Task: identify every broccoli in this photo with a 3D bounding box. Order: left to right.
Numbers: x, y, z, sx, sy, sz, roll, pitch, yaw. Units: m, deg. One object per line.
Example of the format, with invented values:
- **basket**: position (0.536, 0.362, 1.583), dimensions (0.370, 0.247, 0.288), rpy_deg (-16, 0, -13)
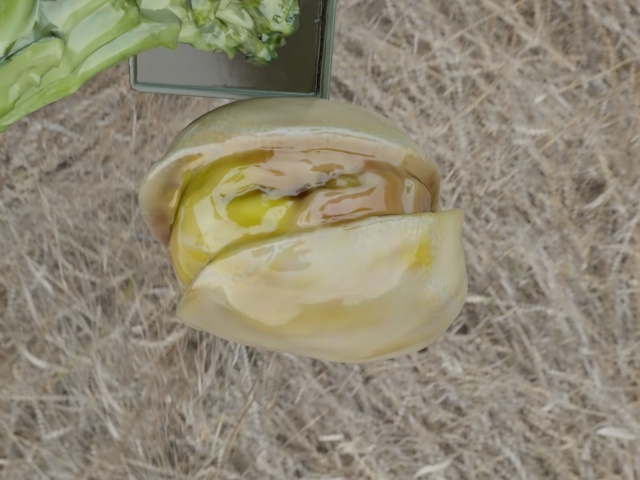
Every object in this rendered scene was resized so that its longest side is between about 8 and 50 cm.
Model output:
- **broccoli**: position (-0.180, -0.173, 0.893), dimensions (0.353, 0.397, 0.275), rpy_deg (3, 41, -32)

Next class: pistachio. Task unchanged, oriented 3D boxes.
- **pistachio**: position (0.000, 0.000, 1.001), dimensions (0.309, 0.230, 0.229), rpy_deg (4, 73, -46)

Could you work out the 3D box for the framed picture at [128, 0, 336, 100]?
- **framed picture**: position (-0.077, -0.247, 1.079), dimensions (0.192, 0.018, 0.265), rpy_deg (4, 122, -2)
